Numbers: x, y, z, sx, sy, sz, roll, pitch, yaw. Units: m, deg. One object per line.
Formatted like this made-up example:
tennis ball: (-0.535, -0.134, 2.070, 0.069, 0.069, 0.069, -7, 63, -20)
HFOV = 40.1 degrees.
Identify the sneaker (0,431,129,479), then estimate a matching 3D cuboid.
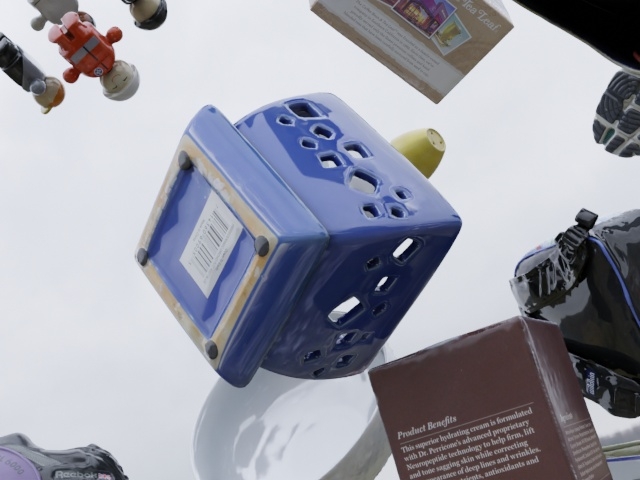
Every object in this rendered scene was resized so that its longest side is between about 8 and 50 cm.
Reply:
sneaker: (-0.217, 0.270, 0.905, 0.283, 0.124, 0.107, 18, -47, -7)

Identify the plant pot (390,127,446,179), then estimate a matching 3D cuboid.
plant pot: (0.249, -0.220, 2.137, 0.134, 0.134, 0.095, 7, -33, -43)

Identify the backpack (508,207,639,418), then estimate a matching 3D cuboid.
backpack: (0.394, 0.083, 1.205, 0.213, 0.277, 0.263, -19, -1, -24)

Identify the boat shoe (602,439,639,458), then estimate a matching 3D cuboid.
boat shoe: (0.477, 0.375, 1.340, 0.302, 0.113, 0.103, 0, -42, 20)

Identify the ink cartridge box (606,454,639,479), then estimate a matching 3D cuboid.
ink cartridge box: (0.487, 0.466, 1.212, 0.323, 0.330, 0.071, -4, -24, -1)

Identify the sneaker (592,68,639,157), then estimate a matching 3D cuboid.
sneaker: (0.440, -0.218, 1.067, 0.275, 0.107, 0.110, -57, -15, 19)

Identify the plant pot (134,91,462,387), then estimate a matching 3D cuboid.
plant pot: (-0.041, 0.000, 0.894, 0.212, 0.236, 0.236, -6, -44, -45)

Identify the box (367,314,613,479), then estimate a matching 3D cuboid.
box: (0.178, 0.200, 0.880, 0.168, 0.203, 0.167, -23, -17, 23)

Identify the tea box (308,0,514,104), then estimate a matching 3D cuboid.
tea box: (0.160, -0.499, 1.705, 0.329, 0.324, 0.220, 31, -60, -25)

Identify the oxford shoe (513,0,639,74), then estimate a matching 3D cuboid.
oxford shoe: (0.288, -0.146, 0.636, 0.348, 0.130, 0.123, 25, -33, 10)

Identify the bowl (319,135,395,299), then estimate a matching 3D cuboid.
bowl: (0.000, 0.000, 1.230, 0.297, 0.134, 0.298, -22, -40, -19)

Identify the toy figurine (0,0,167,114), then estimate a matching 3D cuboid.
toy figurine: (-0.341, -0.293, 1.245, 0.209, 0.213, 0.148, -8, -33, 30)

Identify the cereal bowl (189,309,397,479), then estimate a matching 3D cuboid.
cereal bowl: (-0.018, 0.275, 1.294, 0.338, 0.339, 0.141, -24, -54, 18)
